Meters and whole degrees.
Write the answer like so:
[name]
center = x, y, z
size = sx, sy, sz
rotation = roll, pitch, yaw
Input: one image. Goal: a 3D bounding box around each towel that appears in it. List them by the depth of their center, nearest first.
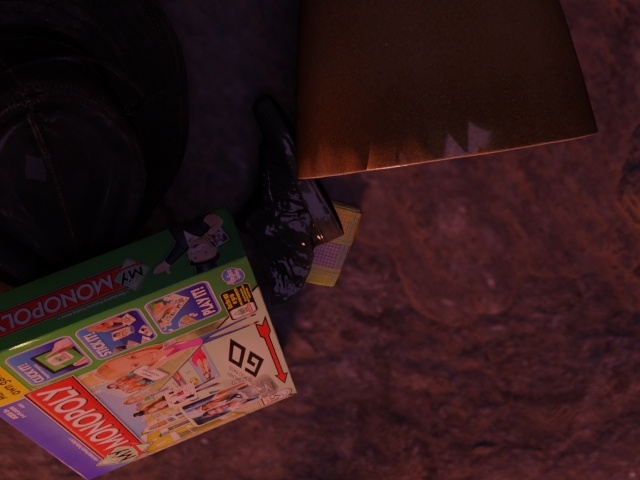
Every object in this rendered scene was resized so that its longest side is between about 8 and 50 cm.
[towel]
center = 0.000, 0.000, 0.930
size = 0.060, 0.009, 0.083
rotation = 13, 106, -18

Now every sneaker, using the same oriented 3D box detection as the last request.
[sneaker]
center = -0.041, -0.035, 0.883
size = 0.089, 0.051, 0.170
rotation = -27, 104, 7

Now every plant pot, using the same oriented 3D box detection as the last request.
[plant pot]
center = 0.082, -0.190, 0.785
size = 0.237, 0.237, 0.254
rotation = -9, 95, -10

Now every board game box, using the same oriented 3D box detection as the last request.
[board game box]
center = -0.140, 0.098, 0.805
size = 0.214, 0.046, 0.317
rotation = -23, 155, -5

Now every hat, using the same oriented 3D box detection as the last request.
[hat]
center = -0.200, -0.041, 0.727
size = 0.331, 0.134, 0.331
rotation = -25, 136, -28
